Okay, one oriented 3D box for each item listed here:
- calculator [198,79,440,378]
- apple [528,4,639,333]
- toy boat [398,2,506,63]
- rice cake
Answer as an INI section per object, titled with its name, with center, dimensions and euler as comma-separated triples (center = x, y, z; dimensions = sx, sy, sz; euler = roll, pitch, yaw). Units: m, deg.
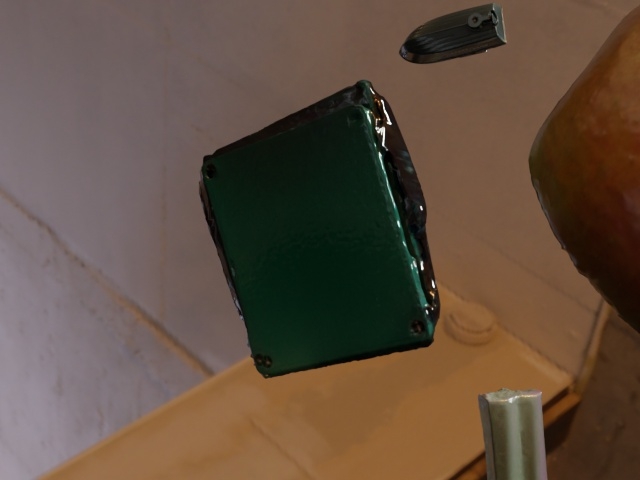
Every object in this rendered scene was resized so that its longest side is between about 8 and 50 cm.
[calculator]
center = 0.000, 0.000, 1.083
dimensions = 0.248, 0.058, 0.274
euler = -20, -94, 34
[apple]
center = 0.321, -0.024, 0.682
dimensions = 0.346, 0.179, 0.254
euler = 29, -79, 2
[toy boat]
center = 0.164, -0.256, 1.292
dimensions = 0.141, 0.060, 0.055
euler = -11, -108, 24
[rice cake]
center = 0.243, 0.282, 1.257
dimensions = 0.042, 0.080, 0.221
euler = -133, -146, -69
